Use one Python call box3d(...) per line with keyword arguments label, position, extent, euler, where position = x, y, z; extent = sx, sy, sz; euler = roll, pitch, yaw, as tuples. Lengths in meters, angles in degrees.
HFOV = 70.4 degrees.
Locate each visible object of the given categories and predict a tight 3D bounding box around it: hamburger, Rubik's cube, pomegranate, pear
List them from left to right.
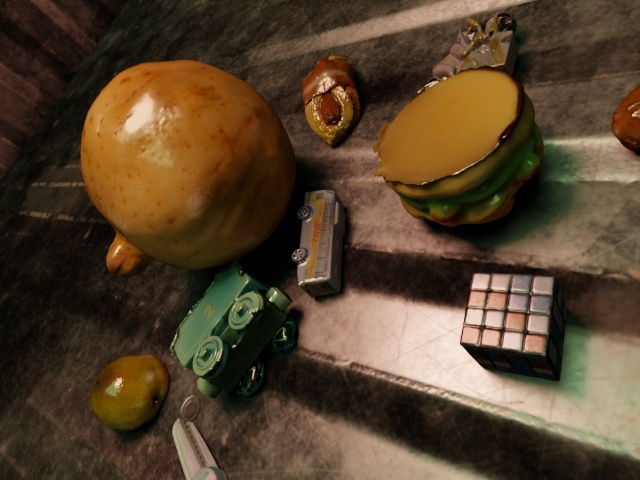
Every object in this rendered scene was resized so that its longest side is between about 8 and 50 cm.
box3d(label="pear", position=(-0.357, 0.270, 0.826), extent=(0.140, 0.104, 0.141), euler=(-15, 55, 23))
box3d(label="pomegranate", position=(-0.245, -0.106, 0.818), extent=(0.409, 0.410, 0.411), euler=(-19, 52, 25))
box3d(label="hamburger", position=(0.202, -0.115, 0.648), extent=(0.236, 0.149, 0.237), euler=(-25, 41, 24))
box3d(label="Rubik's cube", position=(0.225, 0.098, 0.524), extent=(0.092, 0.092, 0.092), euler=(1, 61, 36))

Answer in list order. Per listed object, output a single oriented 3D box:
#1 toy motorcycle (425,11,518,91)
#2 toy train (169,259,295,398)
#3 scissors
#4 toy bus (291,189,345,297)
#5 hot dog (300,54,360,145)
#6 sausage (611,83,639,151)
box3d(label="toy motorcycle", position=(0.256, -0.296, 0.783), extent=(0.152, 0.073, 0.225), euler=(-6, 59, 36))
box3d(label="toy train", position=(-0.143, 0.148, 0.749), extent=(0.203, 0.112, 0.163), euler=(-51, 39, -5))
box3d(label="scissors", position=(-0.163, 0.367, 0.666), extent=(0.125, 0.030, 0.256), euler=(-47, 48, 1))
box3d(label="toy bus", position=(0.000, 0.000, 0.775), extent=(0.075, 0.064, 0.191), euler=(-10, 55, 24))
box3d(label="hot dog", position=(0.017, -0.322, 0.959), extent=(0.123, 0.093, 0.262), euler=(-26, 49, 20))
box3d(label="sausage", position=(0.505, -0.204, 0.536), extent=(0.301, 0.076, 0.103), euler=(-21, 50, 23))
